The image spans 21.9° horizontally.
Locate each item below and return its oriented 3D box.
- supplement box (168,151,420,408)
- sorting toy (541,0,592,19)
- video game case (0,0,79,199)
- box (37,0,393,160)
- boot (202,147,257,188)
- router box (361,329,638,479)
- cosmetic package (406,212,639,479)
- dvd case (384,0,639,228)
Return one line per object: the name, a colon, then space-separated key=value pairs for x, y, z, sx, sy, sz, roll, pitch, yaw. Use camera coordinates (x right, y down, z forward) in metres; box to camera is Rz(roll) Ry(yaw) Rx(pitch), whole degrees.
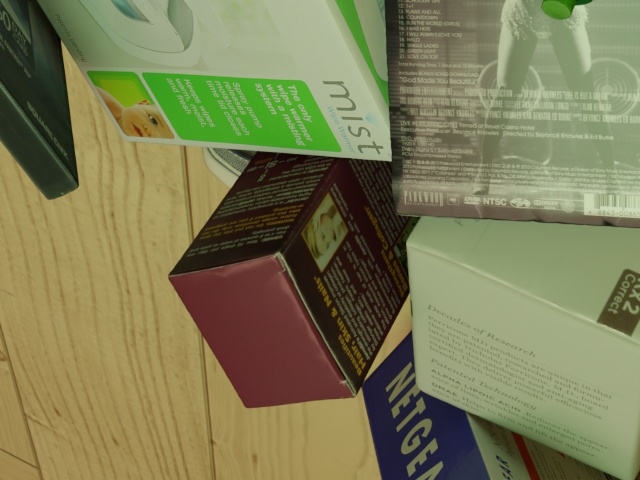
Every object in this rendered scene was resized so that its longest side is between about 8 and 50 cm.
supplement box: x=0.000 y=0.000 z=0.989 sx=0.081 sy=0.188 sz=0.104 roll=-10 pitch=120 yaw=32
sorting toy: x=0.232 y=-0.131 z=0.649 sx=0.365 sy=0.126 sz=0.127 roll=2 pitch=149 yaw=41
video game case: x=-0.205 y=-0.181 z=0.959 sx=0.026 sy=0.274 sz=0.196 roll=-21 pitch=138 yaw=9
box: x=-0.057 y=-0.185 z=0.939 sx=0.231 sy=0.127 sz=0.262 roll=8 pitch=140 yaw=39
boot: x=0.010 y=-0.064 z=1.110 sx=0.190 sy=0.069 sz=0.086 roll=17 pitch=139 yaw=12
router box: x=0.177 y=0.219 z=1.115 sx=0.301 sy=0.082 sz=0.335 roll=39 pitch=-169 yaw=-14
cosmetic package: x=0.152 y=0.020 z=0.984 sx=0.151 sy=0.151 sz=0.184 roll=23 pitch=152 yaw=19
dvd case: x=0.112 y=-0.115 z=0.846 sx=0.164 sy=0.018 sz=0.221 roll=4 pitch=110 yaw=20
